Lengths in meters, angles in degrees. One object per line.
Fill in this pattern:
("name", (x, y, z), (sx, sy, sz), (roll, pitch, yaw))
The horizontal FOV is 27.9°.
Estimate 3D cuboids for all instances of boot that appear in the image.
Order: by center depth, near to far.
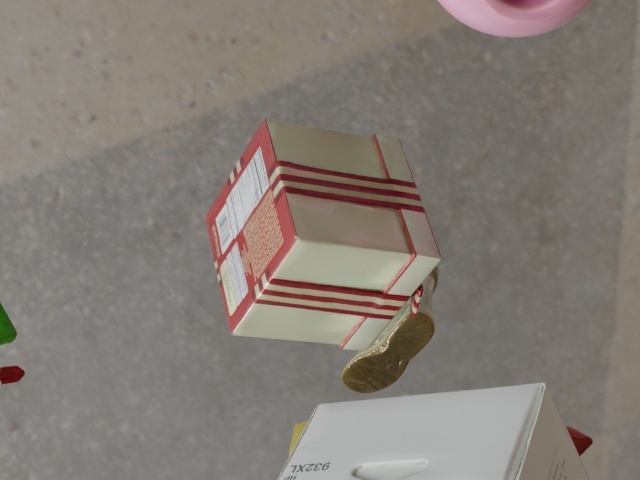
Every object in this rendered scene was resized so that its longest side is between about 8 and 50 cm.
("boot", (0.118, 0.141, 2.105), (0.077, 0.165, 0.213), (32, 126, -14))

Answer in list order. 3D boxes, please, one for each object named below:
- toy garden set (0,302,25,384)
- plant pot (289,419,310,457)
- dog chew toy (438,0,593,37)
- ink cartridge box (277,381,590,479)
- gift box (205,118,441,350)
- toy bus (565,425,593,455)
("toy garden set", (-0.492, 0.161, 1.593), (0.244, 0.204, 0.049), (-19, 154, -34))
("plant pot", (-0.005, 0.342, 2.052), (0.081, 0.081, 0.083), (26, 66, -15))
("dog chew toy", (0.194, -0.356, 1.363), (0.206, 0.332, 0.207), (-2, 126, -2))
("ink cartridge box", (0.129, 0.280, 1.090), (0.307, 0.223, 0.129), (62, 36, -27))
("gift box", (0.000, 0.000, 1.826), (0.258, 0.255, 0.276), (7, 143, -28))
("toy bus", (0.183, 0.272, 1.293), (0.104, 0.191, 0.202), (58, 44, -29))
